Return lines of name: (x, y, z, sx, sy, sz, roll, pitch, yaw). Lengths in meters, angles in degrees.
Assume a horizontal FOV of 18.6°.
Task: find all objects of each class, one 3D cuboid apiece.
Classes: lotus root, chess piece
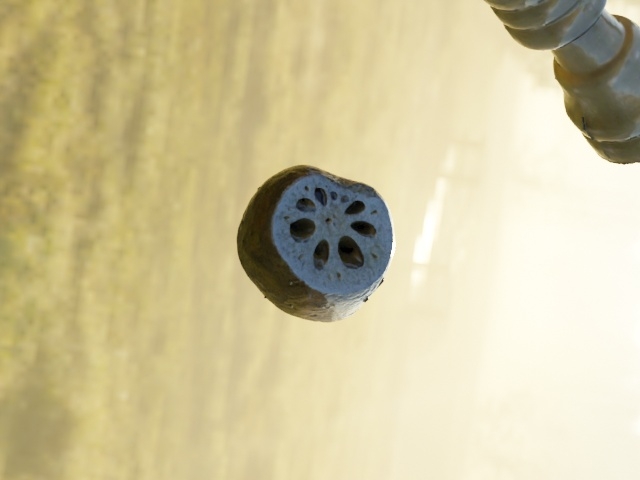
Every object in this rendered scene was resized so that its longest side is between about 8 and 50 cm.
lotus root: (-0.001, 0.003, 1.516, 0.081, 0.122, 0.112, 164, -56, -70)
chess piece: (0.192, -0.205, 1.641, 0.307, 0.124, 0.139, 45, 38, -29)
